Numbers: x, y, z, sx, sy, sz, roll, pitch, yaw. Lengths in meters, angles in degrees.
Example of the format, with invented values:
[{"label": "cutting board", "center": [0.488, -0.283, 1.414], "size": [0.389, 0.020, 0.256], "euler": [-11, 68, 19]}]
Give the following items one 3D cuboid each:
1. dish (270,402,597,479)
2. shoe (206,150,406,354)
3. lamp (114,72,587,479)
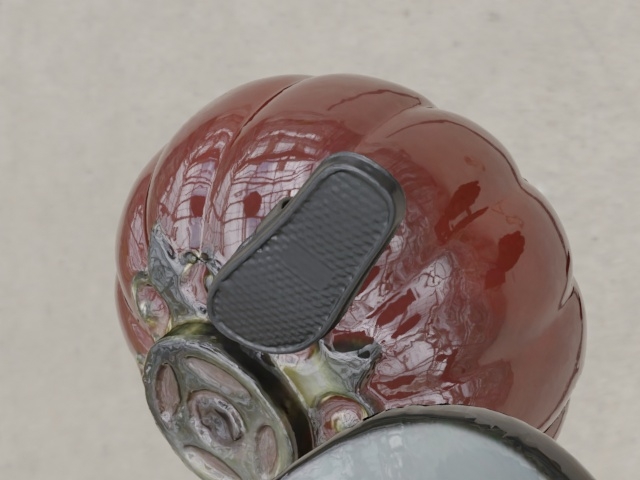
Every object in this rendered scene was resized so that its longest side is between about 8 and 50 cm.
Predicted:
[{"label": "dish", "center": [0.014, 0.201, 0.420], "size": [0.316, 0.106, 0.316], "euler": [-48, 26, 33]}, {"label": "shoe", "center": [0.000, 0.000, 0.885], "size": [0.062, 0.053, 0.159], "euler": [35, 140, -4]}, {"label": "lamp", "center": [0.015, 0.043, 1.107], "size": [0.303, 0.257, 0.303], "euler": [23, 131, 29]}]
